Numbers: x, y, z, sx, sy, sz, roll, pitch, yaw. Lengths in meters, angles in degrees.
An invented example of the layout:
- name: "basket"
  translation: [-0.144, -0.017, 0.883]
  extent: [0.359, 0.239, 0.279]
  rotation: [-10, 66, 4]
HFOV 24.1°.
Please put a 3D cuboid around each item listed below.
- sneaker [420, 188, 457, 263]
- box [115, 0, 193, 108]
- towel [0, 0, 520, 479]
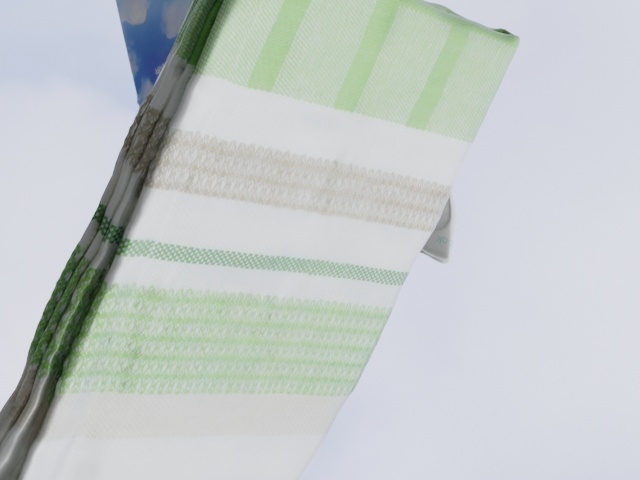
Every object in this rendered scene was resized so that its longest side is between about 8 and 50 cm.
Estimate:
- name: "sneaker"
  translation: [0.000, 0.000, 1.150]
  extent: [0.212, 0.080, 0.094]
  rotation: [-11, -114, 16]
- name: "box"
  translation: [-0.086, -0.167, 0.941]
  extent: [0.109, 0.042, 0.178]
  rotation: [-24, -104, 44]
- name: "towel"
  translation: [-0.018, 0.005, 0.369]
  extent: [0.023, 0.113, 0.152]
  rotation: [35, -75, 35]
